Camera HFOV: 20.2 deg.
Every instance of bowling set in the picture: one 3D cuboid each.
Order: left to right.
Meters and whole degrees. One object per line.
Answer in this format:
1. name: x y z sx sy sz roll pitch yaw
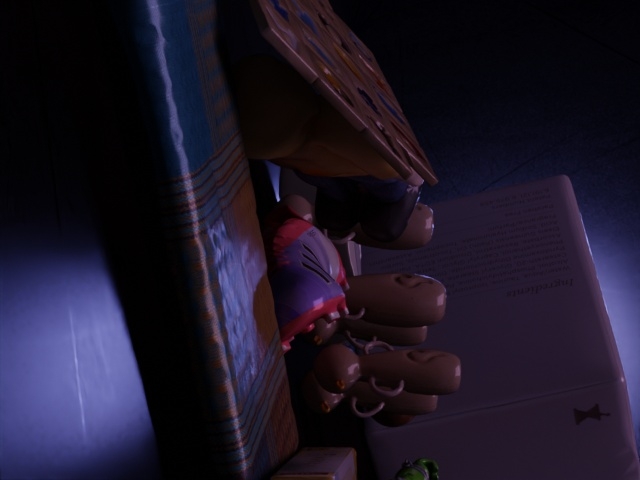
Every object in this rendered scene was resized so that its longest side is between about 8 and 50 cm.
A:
1. bowling set: 0.029 0.104 1.665 0.287 0.154 0.199 -96 -169 -55

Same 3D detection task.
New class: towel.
1. towel: -0.074 -0.004 1.204 0.271 0.040 0.370 -56 136 -81

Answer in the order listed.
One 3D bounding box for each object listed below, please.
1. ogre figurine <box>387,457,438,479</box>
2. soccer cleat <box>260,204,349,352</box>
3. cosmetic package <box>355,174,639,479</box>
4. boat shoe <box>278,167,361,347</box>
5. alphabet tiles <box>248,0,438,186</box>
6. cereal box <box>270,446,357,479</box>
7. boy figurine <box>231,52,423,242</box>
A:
1. ogre figurine: 0.066 0.291 1.649 0.197 0.097 0.118 -56 158 -7
2. soccer cleat: -0.027 0.028 1.459 0.095 0.083 0.248 57 9 -4
3. cosmetic package: 0.227 0.182 2.379 0.393 0.327 0.329 -97 172 -48
4. boat shoe: 0.001 0.000 1.807 0.081 0.079 0.227 98 -14 -79
5. alphabet tiles: -0.021 -0.186 1.426 0.285 0.011 0.342 44 14 -32
6. cereal box: -0.003 0.232 1.199 0.240 0.047 0.173 31 59 -84
7. boy figurine: 0.000 -0.076 1.497 0.285 0.177 0.092 32 73 -66
